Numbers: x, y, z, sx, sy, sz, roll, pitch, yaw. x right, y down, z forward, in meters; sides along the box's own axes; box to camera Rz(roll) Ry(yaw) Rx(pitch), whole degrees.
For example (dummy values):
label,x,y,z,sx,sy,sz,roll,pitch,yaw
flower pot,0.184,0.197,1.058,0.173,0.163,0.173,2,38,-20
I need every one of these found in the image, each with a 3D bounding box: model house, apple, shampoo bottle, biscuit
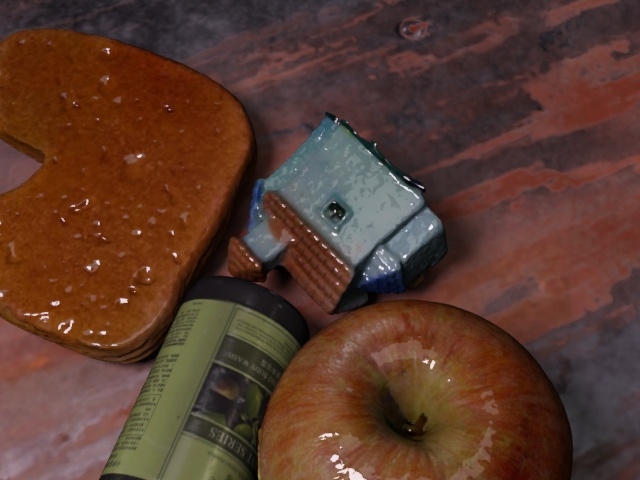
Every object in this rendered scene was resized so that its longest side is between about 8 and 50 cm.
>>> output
label,x,y,z,sx,sy,sz,roll,pitch,yaw
model house,0.000,0.000,0.901,0.148,0.119,0.148,-39,70,-11
apple,0.062,0.146,0.771,0.211,0.188,0.211,0,57,-1
shampoo bottle,-0.098,0.164,0.799,0.101,0.101,0.284,19,61,7
biscuit,-0.198,-0.044,0.943,0.262,0.052,0.277,16,61,11
